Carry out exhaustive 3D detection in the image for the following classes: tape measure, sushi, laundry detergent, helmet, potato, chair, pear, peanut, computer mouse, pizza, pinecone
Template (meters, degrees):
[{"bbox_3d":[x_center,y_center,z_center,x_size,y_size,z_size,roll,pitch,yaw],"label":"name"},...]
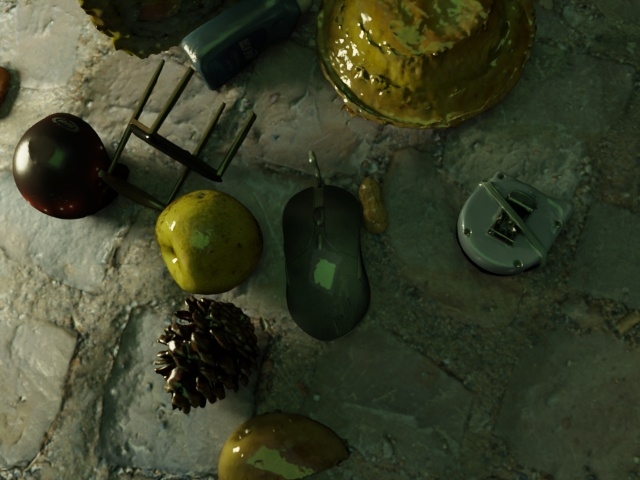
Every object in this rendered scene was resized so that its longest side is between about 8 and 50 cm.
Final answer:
[{"bbox_3d":[0.342,-0.024,1.182,0.182,0.107,0.181,26,77,8],"label":"tape measure"},{"bbox_3d":[-0.305,-0.558,1.215,0.351,0.396,0.240,-18,75,-1],"label":"sushi"},{"bbox_3d":[-0.131,-0.422,1.291,0.290,0.143,0.094,-34,72,0],"label":"laundry detergent"},{"bbox_3d":[-0.501,-0.141,1.275,0.189,0.193,0.216,27,126,12],"label":"helmet"},{"bbox_3d":[-0.080,0.376,1.166,0.243,0.098,0.138,-23,76,1],"label":"potato"},{"bbox_3d":[-0.277,-0.177,1.233,0.166,0.188,0.272,31,90,53],"label":"chair"},{"bbox_3d":[-0.199,-0.001,1.205,0.197,0.197,0.197,-1,80,7],"label":"pear"},{"bbox_3d":[0.101,-0.068,1.245,0.053,0.054,0.113,-12,83,5],"label":"peanut"},{"bbox_3d":[0.000,0.000,1.230,0.167,0.090,0.379,-9,77,4],"label":"computer mouse"},{"bbox_3d":[0.080,-0.261,1.303,0.083,0.016,0.037,7,77,4],"label":"pizza"},{"bbox_3d":[-0.214,0.206,1.176,0.204,0.179,0.184,-35,62,10],"label":"pinecone"}]

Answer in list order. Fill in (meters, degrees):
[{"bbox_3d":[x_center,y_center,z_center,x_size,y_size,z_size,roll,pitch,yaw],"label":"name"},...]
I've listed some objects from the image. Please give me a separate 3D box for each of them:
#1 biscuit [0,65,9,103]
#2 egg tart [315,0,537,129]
[{"bbox_3d":[-0.768,-0.367,1.416,0.192,0.036,0.186,23,82,9],"label":"biscuit"},{"bbox_3d":[0.194,-0.426,1.234,0.443,0.178,0.443,-1,78,7],"label":"egg tart"}]
